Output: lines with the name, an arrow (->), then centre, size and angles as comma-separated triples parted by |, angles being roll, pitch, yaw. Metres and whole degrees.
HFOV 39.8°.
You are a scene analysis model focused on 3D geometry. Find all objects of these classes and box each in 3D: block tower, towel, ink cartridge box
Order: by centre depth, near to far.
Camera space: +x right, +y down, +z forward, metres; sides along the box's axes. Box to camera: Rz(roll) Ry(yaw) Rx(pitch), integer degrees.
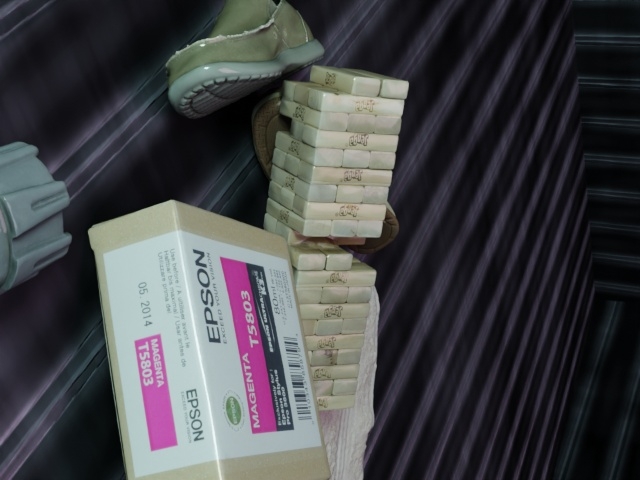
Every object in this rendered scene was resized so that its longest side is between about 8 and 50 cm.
ink cartridge box -> -0.086, 0.100, 0.740 | 0.193, 0.088, 0.234 | 19, 57, -65
block tower -> 0.000, 0.000, 0.877 | 0.091, 0.097, 0.335 | 0, 107, -27
towel -> 0.014, 0.190, 1.079 | 0.187, 0.049, 0.282 | 3, 91, -65

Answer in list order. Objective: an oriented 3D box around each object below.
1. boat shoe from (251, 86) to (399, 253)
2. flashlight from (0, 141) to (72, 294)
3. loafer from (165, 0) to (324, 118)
boat shoe -> -0.004, -0.085, 0.984 | 0.257, 0.095, 0.095 | 52, 12, -44
flashlight -> -0.254, 0.017, 0.456 | 0.103, 0.103, 0.304 | 59, 32, -6
loafer -> -0.077, -0.178, 0.813 | 0.087, 0.094, 0.251 | 62, 23, -8
